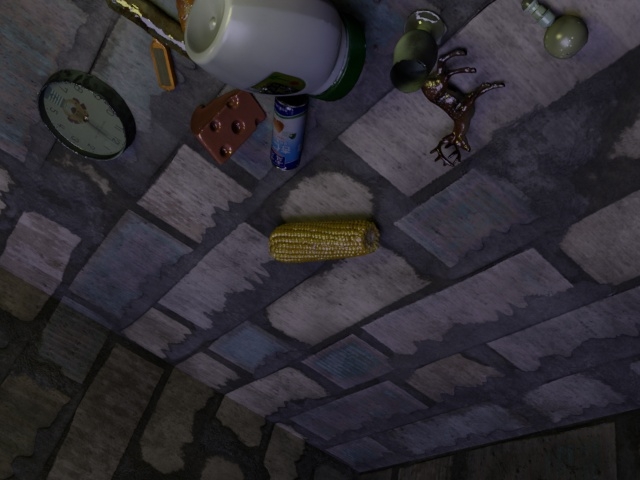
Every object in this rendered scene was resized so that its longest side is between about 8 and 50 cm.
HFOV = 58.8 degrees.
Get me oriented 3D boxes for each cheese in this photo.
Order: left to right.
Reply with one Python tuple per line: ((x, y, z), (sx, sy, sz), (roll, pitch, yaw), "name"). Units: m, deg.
((-0.296, -0.341, 1.652), (0.177, 0.203, 0.128), (20, 156, 50), "cheese")

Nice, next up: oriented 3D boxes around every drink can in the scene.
((-0.090, -0.315, 1.608), (0.097, 0.097, 0.235), (16, 139, 3), "drink can")

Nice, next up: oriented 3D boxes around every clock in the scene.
((-0.743, -0.387, 1.799), (0.312, 0.061, 0.313), (11, 138, 10), "clock")

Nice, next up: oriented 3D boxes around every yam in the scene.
((-0.409, -0.555, 1.486), (0.317, 0.071, 0.067), (30, 174, -14), "yam")

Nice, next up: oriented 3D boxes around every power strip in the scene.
((-0.439, -0.501, 1.584), (0.049, 0.028, 0.178), (10, 139, 10), "power strip")

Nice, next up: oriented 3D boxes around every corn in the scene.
((0.000, 0.000, 1.884), (0.386, 0.144, 0.144), (-5, 134, 25), "corn")

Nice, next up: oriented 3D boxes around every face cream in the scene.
((-0.095, -0.443, 1.261), (0.356, 0.220, 0.312), (1, 172, -38), "face cream")

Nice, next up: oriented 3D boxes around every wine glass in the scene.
((0.217, -0.424, 1.278), (0.103, 0.222, 0.103), (13, 140, 11), "wine glass")

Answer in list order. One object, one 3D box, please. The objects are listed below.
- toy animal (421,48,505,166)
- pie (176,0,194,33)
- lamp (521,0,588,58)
((0.339, -0.336, 1.454), (0.243, 0.087, 0.260), (43, 137, -7), "toy animal")
((-0.219, -0.553, 1.402), (0.308, 0.086, 0.308), (10, 136, 9), "pie")
((0.502, -0.470, 1.237), (0.163, 0.091, 0.091), (41, 137, -1), "lamp")
